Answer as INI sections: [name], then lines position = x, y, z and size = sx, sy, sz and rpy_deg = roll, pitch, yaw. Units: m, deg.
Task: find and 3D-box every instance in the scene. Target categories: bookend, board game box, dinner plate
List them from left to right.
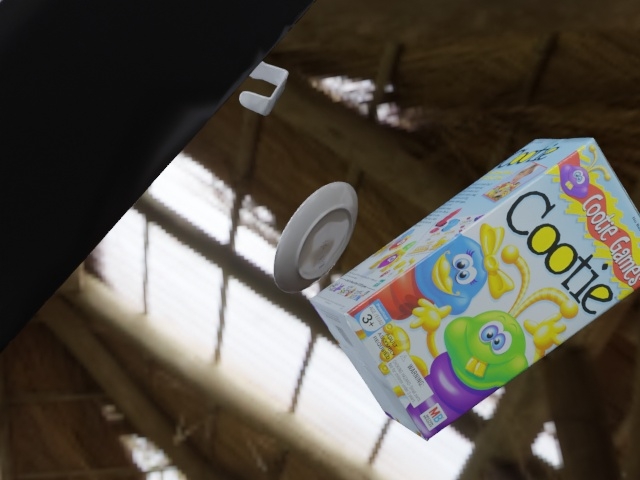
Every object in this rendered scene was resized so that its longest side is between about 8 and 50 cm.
[bookend]
position = -0.105, -0.065, 0.421
size = 0.157, 0.156, 0.072
rpy_deg = -48, -48, -6
[dinner plate]
position = 0.000, 0.000, 1.578
size = 0.141, 0.017, 0.141
rpy_deg = -37, -34, -31
[board game box]
position = 0.152, 0.039, 1.301
size = 0.275, 0.142, 0.144
rpy_deg = -35, 10, -8

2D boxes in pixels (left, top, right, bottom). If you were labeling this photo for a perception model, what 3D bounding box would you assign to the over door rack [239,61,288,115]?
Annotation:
[over door rack]
position = -0.136, -0.297, 1.328
size = 0.324, 0.108, 0.239
rpy_deg = 30, -46, 15
